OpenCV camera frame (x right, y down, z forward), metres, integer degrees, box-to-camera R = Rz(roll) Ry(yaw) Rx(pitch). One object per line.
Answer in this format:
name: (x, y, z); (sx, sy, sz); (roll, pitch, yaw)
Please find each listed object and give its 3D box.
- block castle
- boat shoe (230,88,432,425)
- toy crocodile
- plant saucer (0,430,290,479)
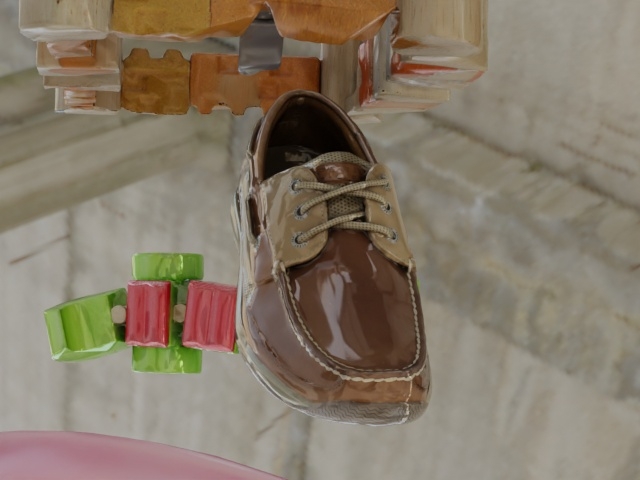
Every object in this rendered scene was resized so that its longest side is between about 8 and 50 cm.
block castle: (-0.052, -0.209, 1.055); (0.453, 0.303, 0.213); (160, -69, -83)
boat shoe: (0.000, 0.000, 1.010); (0.324, 0.123, 0.116); (-116, -152, -57)
toy crocodile: (-0.077, 0.069, 1.364); (0.340, 0.105, 0.115); (1, -92, 14)
plant saucer: (-0.028, 0.203, 0.359); (0.332, 0.084, 0.332); (15, -55, 23)
